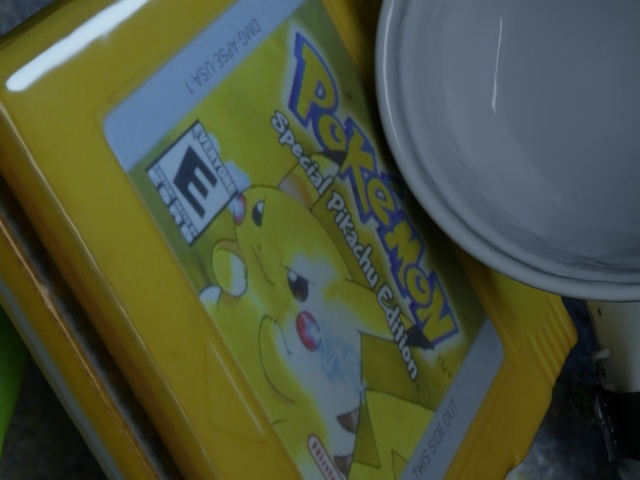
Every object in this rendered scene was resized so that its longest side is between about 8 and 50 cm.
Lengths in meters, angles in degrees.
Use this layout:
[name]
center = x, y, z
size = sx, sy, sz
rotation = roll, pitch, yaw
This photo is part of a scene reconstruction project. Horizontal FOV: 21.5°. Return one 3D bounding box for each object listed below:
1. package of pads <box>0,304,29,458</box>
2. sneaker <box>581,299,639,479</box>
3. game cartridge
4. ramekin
[package of pads]
center = -0.245, 0.125, 0.571
size = 0.229, 0.101, 0.296
rotation = 22, 70, -30
[sneaker]
center = 0.191, 0.070, 0.854
size = 0.122, 0.146, 0.330
rotation = -10, 117, -57
[game cartridge]
center = 0.000, 0.000, 0.700
size = 0.285, 0.052, 0.324
rotation = 61, 34, -16
[ramekin]
center = 0.136, -0.077, 0.732
size = 0.109, 0.207, 0.207
rotation = 2, 79, -69
